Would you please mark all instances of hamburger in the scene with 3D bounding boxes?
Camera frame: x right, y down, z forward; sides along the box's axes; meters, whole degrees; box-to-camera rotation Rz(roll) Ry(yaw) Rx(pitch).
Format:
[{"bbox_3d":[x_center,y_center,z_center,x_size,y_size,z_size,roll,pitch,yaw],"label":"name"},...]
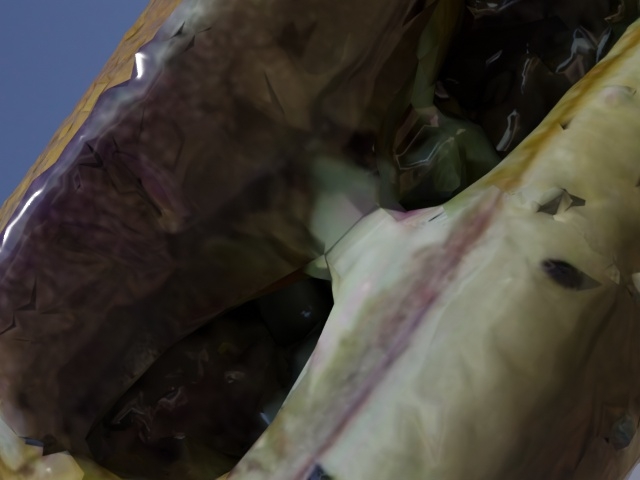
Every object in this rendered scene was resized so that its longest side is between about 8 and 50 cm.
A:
[{"bbox_3d":[0.000,0.000,0.540,0.277,0.195,0.318,-52,1,-12],"label":"hamburger"}]
